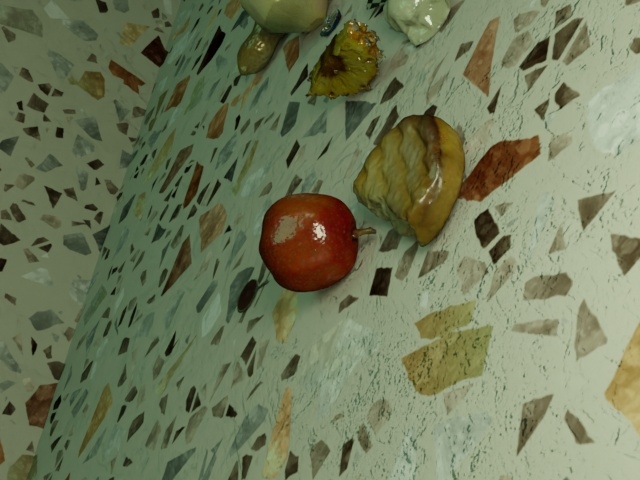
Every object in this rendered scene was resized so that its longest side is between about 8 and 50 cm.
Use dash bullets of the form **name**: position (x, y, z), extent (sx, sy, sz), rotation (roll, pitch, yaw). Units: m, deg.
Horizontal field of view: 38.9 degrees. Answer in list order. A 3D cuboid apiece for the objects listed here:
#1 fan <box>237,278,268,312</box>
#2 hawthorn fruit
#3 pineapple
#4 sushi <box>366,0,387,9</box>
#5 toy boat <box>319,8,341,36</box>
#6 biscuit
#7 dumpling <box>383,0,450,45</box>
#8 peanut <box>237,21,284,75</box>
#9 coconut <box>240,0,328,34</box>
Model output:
- **fan**: position (-0.153, 0.115, 2.034), extent (0.133, 0.005, 0.085), rotation (-36, 35, 44)
- **hawthorn fruit**: position (0.000, 0.000, 1.696), extent (0.225, 0.196, 0.197), rotation (-11, 51, 28)
- **pineapple**: position (0.070, -0.378, 1.974), extent (0.233, 0.135, 0.080), rotation (-40, 41, 55)
- **sushi**: position (0.197, -0.622, 2.075), extent (0.210, 0.040, 0.193), rotation (6, 77, 60)
- **toy boat**: position (0.024, -0.565, 2.346), extent (0.083, 0.038, 0.038), rotation (-51, 28, 25)
- **biscuit**: position (0.164, -0.111, 1.566), extent (0.213, 0.091, 0.274), rotation (-60, 24, 12)
- **dumpling**: position (0.200, -0.470, 1.875), extent (0.169, 0.100, 0.134), rotation (-17, 84, 29)
- **peanut**: position (-0.163, -0.597, 2.660), extent (0.263, 0.101, 0.117), rotation (-60, 0, 9)
- **coconut**: position (-0.086, -0.670, 2.438), extent (0.259, 0.259, 0.259), rotation (-43, 31, 34)
